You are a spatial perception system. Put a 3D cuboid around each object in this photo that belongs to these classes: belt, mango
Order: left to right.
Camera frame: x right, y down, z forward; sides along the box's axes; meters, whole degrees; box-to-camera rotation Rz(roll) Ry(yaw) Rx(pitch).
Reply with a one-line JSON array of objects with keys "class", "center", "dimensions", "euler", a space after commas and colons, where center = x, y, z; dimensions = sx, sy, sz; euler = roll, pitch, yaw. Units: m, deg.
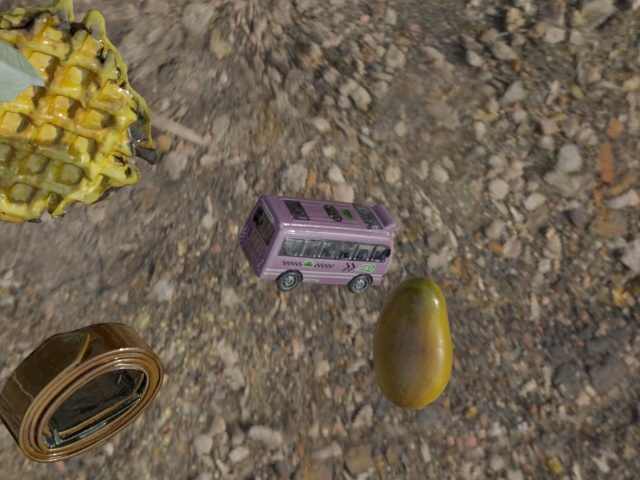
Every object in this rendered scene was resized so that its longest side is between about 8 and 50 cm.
[{"class": "belt", "center": [-0.123, 0.077, 0.556], "dimensions": [0.083, 0.036, 0.059], "euler": [-31, 131, -19]}, {"class": "mango", "center": [0.138, 0.148, 1.587], "dimensions": [0.099, 0.136, 0.227], "euler": [-20, 130, -32]}]

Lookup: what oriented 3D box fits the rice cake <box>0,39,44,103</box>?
[{"class": "rice cake", "center": [-0.327, -0.170, 0.936], "dimensions": [0.063, 0.206, 0.069], "euler": [-39, 74, 6]}]

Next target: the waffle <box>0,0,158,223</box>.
[{"class": "waffle", "center": [-0.465, -0.190, 1.690], "dimensions": [0.380, 0.095, 0.382], "euler": [-18, 128, -5]}]

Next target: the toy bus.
[{"class": "toy bus", "center": [0.000, 0.000, 1.422], "dimensions": [0.199, 0.096, 0.108], "euler": [4, 126, -32]}]
